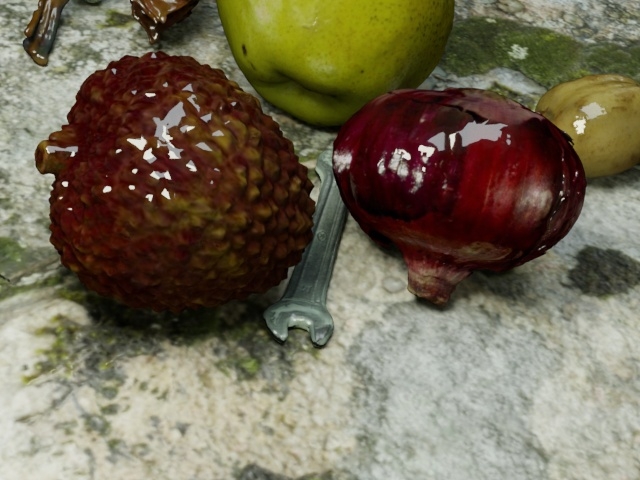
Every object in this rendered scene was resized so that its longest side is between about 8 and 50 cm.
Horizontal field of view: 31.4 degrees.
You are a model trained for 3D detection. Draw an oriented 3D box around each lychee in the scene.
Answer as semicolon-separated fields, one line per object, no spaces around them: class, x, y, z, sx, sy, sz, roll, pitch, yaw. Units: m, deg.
lychee;-0.127;-0.049;1.035;0.271;0.236;0.236;15;34;-38

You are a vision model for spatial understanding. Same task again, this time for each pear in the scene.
pear;0.019;-0.282;1.292;0.294;0.294;0.294;8;42;-7

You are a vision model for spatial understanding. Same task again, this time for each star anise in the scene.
star anise;-0.202;-0.322;1.332;0.346;0.237;0.148;-40;89;-2

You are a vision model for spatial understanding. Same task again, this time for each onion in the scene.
onion;0.133;-0.044;1.126;0.252;0.252;0.219;12;86;1

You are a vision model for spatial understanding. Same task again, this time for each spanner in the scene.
spanner;0.000;0.000;1.170;0.071;0.017;0.302;14;42;0

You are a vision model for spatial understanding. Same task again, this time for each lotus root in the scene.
lotus root;0.317;-0.132;1.331;0.221;0.118;0.125;-15;17;-26

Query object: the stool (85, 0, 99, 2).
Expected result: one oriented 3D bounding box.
stool;-0.303;-0.439;1.420;0.195;0.195;0.198;-43;50;0
